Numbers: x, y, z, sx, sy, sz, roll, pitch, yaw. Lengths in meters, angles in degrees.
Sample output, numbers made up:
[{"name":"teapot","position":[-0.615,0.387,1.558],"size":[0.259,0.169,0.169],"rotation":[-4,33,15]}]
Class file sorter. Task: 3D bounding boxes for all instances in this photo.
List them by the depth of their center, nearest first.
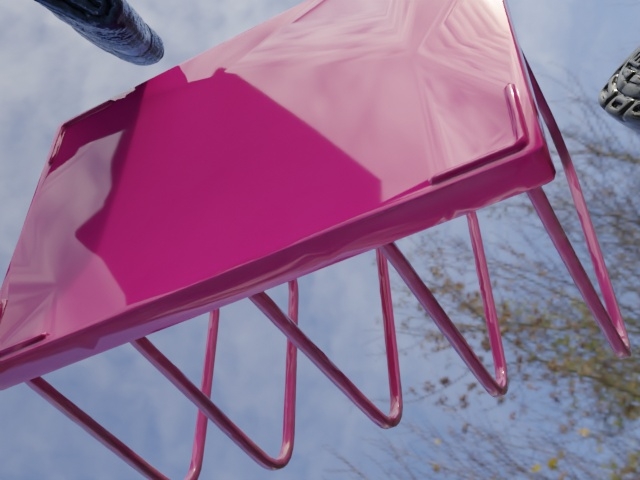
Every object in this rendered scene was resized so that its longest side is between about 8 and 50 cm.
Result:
[{"name":"file sorter","position":[0.000,0.000,0.510],"size":[0.182,0.291,0.202],"rotation":[52,-154,-38]}]

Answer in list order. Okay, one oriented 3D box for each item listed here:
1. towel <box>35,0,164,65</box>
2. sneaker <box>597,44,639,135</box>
[{"name":"towel","position":[-0.136,-0.136,0.547],"size":[0.067,0.119,0.029],"rotation":[31,-90,3]},{"name":"sneaker","position":[0.280,-0.050,0.552],"size":[0.130,0.286,0.109],"rotation":[38,-68,-19]}]
